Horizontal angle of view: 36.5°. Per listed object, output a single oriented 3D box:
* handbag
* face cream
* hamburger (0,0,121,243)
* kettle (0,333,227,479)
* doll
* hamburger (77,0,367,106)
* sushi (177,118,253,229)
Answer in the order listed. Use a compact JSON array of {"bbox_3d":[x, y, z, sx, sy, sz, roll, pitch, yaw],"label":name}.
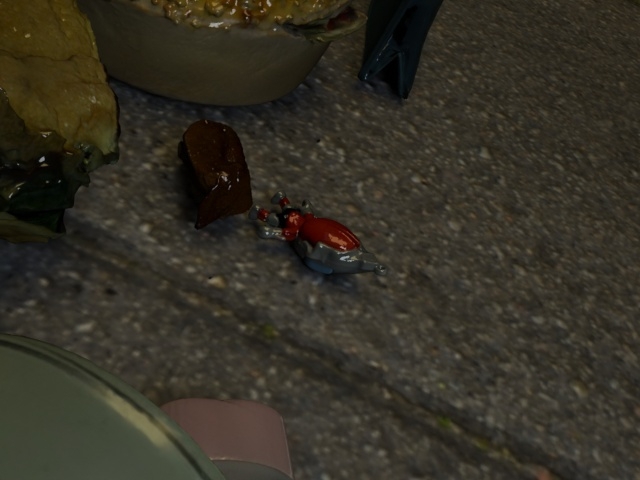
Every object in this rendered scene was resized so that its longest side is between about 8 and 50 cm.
[{"bbox_3d":[0.093,-0.256,0.997,0.057,0.144,0.221,20,38,-6],"label":"handbag"},{"bbox_3d":[-0.045,0.169,0.489,0.084,0.057,0.198,8,42,-19],"label":"face cream"},{"bbox_3d":[-0.248,-0.137,0.605,0.211,0.132,0.309,27,35,-49],"label":"hamburger"},{"bbox_3d":[-0.191,0.192,0.291,0.205,0.265,0.318,57,40,-10],"label":"kettle"},{"bbox_3d":[-0.001,0.001,0.729,0.114,0.039,0.057,32,10,20],"label":"doll"},{"bbox_3d":[-0.105,-0.252,0.854,0.302,0.170,0.302,15,38,-13],"label":"hamburger"},{"bbox_3d":[-0.078,-0.052,0.734,0.052,0.055,0.120,-2,34,-17],"label":"sushi"}]
